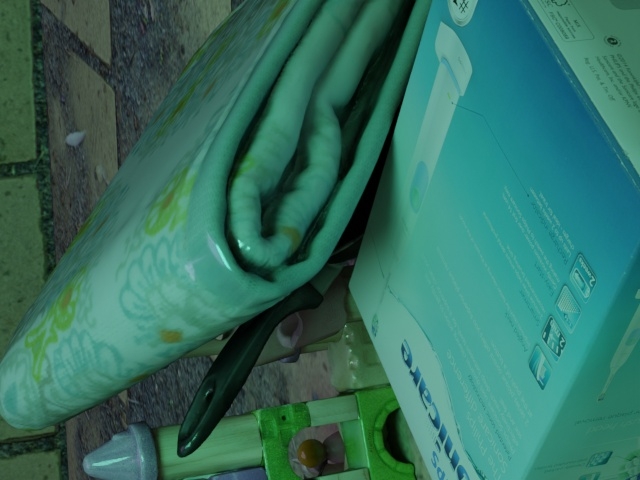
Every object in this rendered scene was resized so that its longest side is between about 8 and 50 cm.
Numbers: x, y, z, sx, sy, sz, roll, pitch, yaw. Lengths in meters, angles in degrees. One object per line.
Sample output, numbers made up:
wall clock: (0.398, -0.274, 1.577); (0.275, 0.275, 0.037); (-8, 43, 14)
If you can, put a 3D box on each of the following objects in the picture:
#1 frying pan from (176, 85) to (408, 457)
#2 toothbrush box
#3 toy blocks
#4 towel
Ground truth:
frying pan: (0.020, -0.011, 0.977); (0.197, 0.053, 0.326); (-25, 40, 43)
toothbrush box: (0.129, 0.002, 0.780); (0.295, 0.126, 0.216); (105, 150, -45)
toy blocks: (-0.061, 0.174, 1.155); (0.309, 0.260, 0.288); (156, 106, -69)
towel: (-0.050, -0.062, 0.966); (0.320, 0.090, 0.374); (-36, 21, 52)
